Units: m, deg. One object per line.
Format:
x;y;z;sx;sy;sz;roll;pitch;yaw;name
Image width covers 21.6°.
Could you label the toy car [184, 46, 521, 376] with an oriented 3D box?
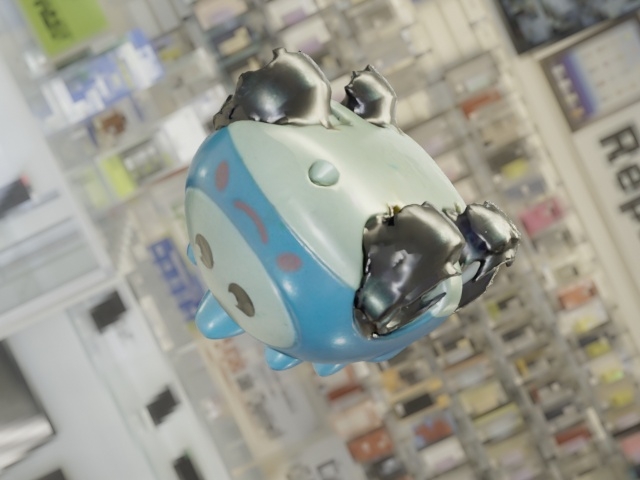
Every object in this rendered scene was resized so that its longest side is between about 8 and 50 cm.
0.000;0.000;1.116;0.188;0.190;0.255;51;18;13;toy car
